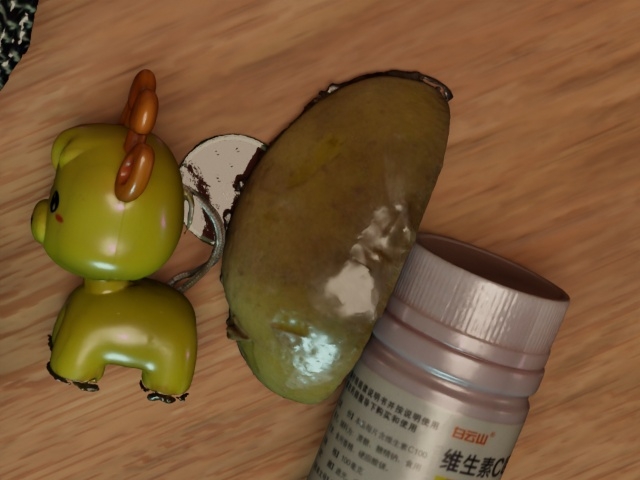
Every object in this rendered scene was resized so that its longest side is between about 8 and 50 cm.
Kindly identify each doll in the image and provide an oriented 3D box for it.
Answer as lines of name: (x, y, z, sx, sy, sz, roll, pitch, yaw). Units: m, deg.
doll: (-0.131, -0.005, 1.307, 0.135, 0.143, 0.221, 7, 110, -7)

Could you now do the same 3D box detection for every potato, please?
potato: (0.001, -0.002, 1.333, 0.120, 0.100, 0.261, 22, 100, -17)

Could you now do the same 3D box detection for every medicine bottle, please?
medicine bottle: (0.075, 0.131, 1.363, 0.133, 0.133, 0.249, 19, 99, -11)

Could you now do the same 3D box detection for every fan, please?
fan: (-0.058, -0.012, 1.377, 0.085, 0.005, 0.133, -15, 104, -4)

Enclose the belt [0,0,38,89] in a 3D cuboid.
belt: (-0.303, -0.154, 1.241, 0.257, 0.150, 0.207, -43, 114, 5)
